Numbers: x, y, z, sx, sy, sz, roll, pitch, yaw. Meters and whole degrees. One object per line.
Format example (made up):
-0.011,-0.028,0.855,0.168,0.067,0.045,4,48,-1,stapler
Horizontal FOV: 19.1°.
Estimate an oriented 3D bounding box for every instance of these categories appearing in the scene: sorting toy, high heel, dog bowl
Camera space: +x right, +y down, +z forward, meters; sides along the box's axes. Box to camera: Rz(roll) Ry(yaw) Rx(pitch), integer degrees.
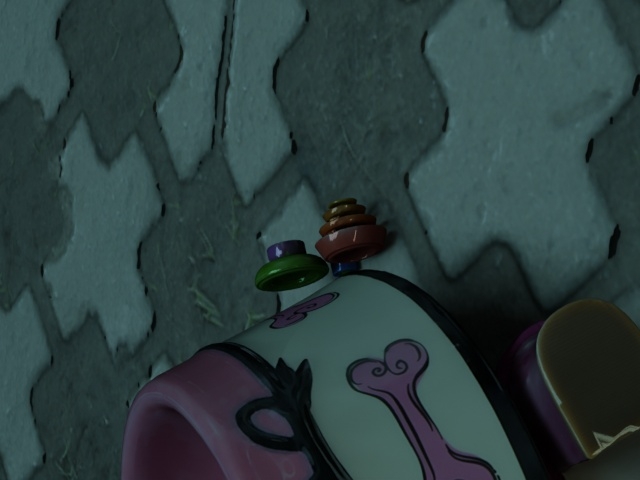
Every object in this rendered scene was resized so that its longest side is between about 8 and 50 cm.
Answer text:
0.000,0.000,1.279,0.102,0.061,0.042,-23,71,29,sorting toy
0.202,0.210,1.007,0.181,0.127,0.377,88,163,-77,high heel
0.004,0.229,1.109,0.408,0.150,0.408,167,90,-69,dog bowl
